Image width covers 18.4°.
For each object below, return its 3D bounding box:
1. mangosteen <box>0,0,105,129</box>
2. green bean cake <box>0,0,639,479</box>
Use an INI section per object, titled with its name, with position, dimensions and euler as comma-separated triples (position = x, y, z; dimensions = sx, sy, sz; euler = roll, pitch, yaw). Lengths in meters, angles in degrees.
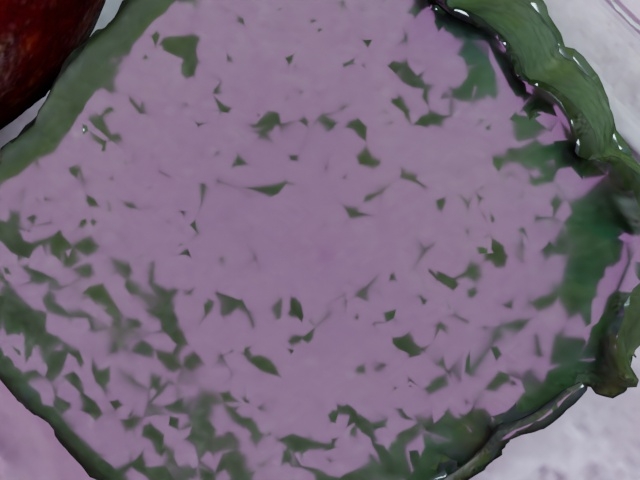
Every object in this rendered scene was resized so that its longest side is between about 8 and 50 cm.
[mangosteen]
position = -0.183, -0.094, 0.742
dimensions = 0.215, 0.215, 0.257
euler = 14, 123, 15
[green bean cake]
position = 0.000, 0.000, 0.727
dimensions = 0.227, 0.125, 0.222
euler = -44, 88, 17
